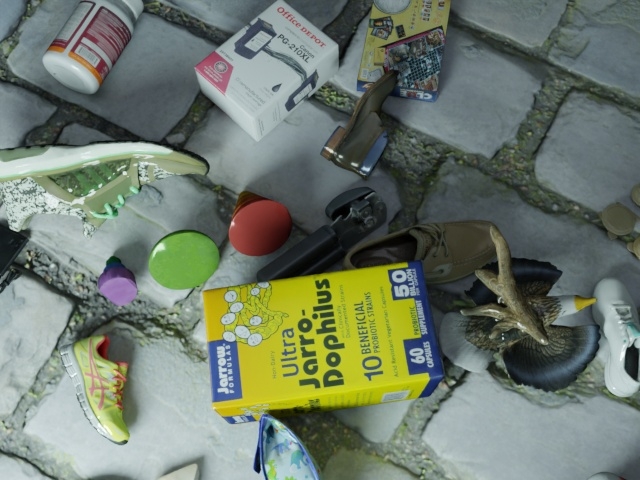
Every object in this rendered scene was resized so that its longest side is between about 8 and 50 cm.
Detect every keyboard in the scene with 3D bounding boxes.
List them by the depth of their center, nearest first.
[{"bbox_3d":[-0.612,0.063,1.340,0.108,0.023,0.180,24,72,17],"label":"keyboard"}]

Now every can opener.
[{"bbox_3d":[0.000,0.000,1.339,0.283,0.076,0.095,-35,40,-11],"label":"can opener"}]

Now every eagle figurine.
[{"bbox_3d":[0.343,0.125,1.186,0.225,0.298,0.226,18,87,24],"label":"eagle figurine"}]

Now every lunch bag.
[{"bbox_3d":[-0.057,0.355,1.157,0.096,0.129,0.151,-22,71,-8],"label":"lunch bag"}]

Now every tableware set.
[{"bbox_3d":[0.616,-0.035,1.355,0.169,0.020,0.141,-34,74,-13],"label":"tableware set"}]

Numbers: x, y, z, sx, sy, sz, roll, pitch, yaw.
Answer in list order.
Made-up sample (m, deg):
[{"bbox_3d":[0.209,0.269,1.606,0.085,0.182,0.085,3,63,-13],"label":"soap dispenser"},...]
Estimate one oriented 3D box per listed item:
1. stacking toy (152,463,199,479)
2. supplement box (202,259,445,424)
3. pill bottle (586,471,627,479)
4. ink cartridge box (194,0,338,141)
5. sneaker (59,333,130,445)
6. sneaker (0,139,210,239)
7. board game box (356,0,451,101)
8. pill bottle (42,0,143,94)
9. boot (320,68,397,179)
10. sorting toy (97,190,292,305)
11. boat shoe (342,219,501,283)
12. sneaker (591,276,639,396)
[{"bbox_3d":[-0.286,0.524,1.135,0.309,0.130,0.279,-12,43,-6],"label":"stacking toy"},{"bbox_3d":[0.002,0.173,1.191,0.357,0.195,0.194,-8,69,-2],"label":"supplement box"},{"bbox_3d":[0.536,0.510,1.042,0.363,0.210,0.210,26,71,10],"label":"pill bottle"},{"bbox_3d":[-0.102,-0.344,1.446,0.172,0.100,0.237,42,75,15],"label":"ink cartridge box"},{"bbox_3d":[-0.365,0.248,1.231,0.094,0.081,0.208,-28,70,-12],"label":"sneaker"},{"bbox_3d":[-0.412,-0.097,1.364,0.411,0.158,0.182,-4,100,-2],"label":"sneaker"},{"bbox_3d":[0.176,-0.410,1.498,0.165,0.042,0.243,10,69,5],"label":"board game box"},{"bbox_3d":[-0.457,-0.418,1.471,0.121,0.121,0.221,22,71,9],"label":"pill bottle"},{"bbox_3d":[0.106,-0.223,1.408,0.106,0.082,0.219,38,89,4],"label":"boot"},{"bbox_3d":[-0.239,-0.004,1.334,0.366,0.127,0.126,-24,41,-5],"label":"sorting toy"},{"bbox_3d":[0.188,0.020,1.299,0.302,0.098,0.109,-12,69,-4],"label":"boat shoe"},{"bbox_3d":[0.526,0.156,1.242,0.080,0.094,0.212,-2,68,2],"label":"sneaker"}]
